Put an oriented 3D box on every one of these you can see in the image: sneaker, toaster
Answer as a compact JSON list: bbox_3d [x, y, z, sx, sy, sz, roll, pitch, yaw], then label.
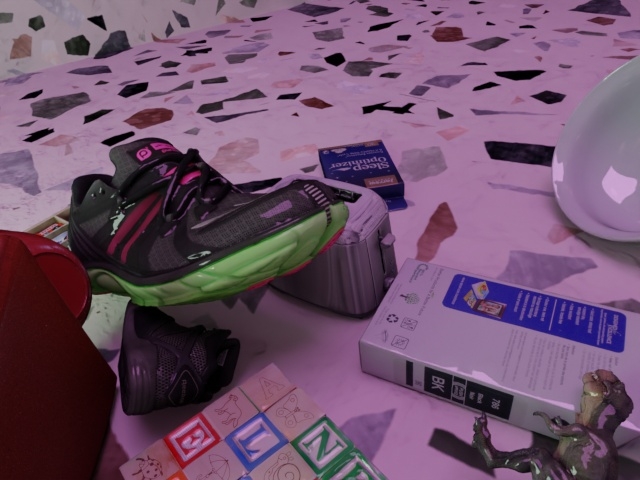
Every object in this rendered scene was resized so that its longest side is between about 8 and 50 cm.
[{"bbox_3d":[-0.179,0.133,0.610,0.130,0.087,0.227,6,9,-27],"label":"sneaker"},{"bbox_3d":[0.000,0.000,0.699,0.226,0.147,0.129,17,42,29],"label":"toaster"},{"bbox_3d":[-0.189,-0.033,0.624,0.482,0.203,0.185,-2,9,34],"label":"sneaker"}]

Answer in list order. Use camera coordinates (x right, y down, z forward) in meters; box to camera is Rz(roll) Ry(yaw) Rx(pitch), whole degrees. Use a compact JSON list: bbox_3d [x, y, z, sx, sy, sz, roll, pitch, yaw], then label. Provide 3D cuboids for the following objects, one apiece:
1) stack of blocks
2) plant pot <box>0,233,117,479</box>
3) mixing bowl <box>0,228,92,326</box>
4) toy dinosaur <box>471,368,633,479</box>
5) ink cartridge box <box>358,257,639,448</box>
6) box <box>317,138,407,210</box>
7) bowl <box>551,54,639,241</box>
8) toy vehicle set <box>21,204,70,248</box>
[{"bbox_3d":[-0.017,0.257,0.405,0.171,0.087,0.297,-29,42,-28],"label":"stack of blocks"},{"bbox_3d":[-0.353,0.191,0.423,0.266,0.268,0.236,-13,46,-8],"label":"plant pot"},{"bbox_3d":[-0.340,0.064,0.577,0.098,0.182,0.182,-15,30,28],"label":"mixing bowl"},{"bbox_3d":[0.181,0.216,0.413,0.118,0.064,0.268,7,59,34],"label":"toy dinosaur"},{"bbox_3d":[0.226,0.124,0.565,0.332,0.065,0.165,13,41,27],"label":"ink cartridge box"},{"bbox_3d":[0.076,-0.124,0.949,0.136,0.037,0.225,-9,38,-3],"label":"box"},{"bbox_3d":[0.510,-0.123,0.727,0.134,0.298,0.298,19,28,-25],"label":"bowl"},{"bbox_3d":[-0.444,0.013,0.846,0.165,0.035,0.267,19,44,30],"label":"toy vehicle set"}]
